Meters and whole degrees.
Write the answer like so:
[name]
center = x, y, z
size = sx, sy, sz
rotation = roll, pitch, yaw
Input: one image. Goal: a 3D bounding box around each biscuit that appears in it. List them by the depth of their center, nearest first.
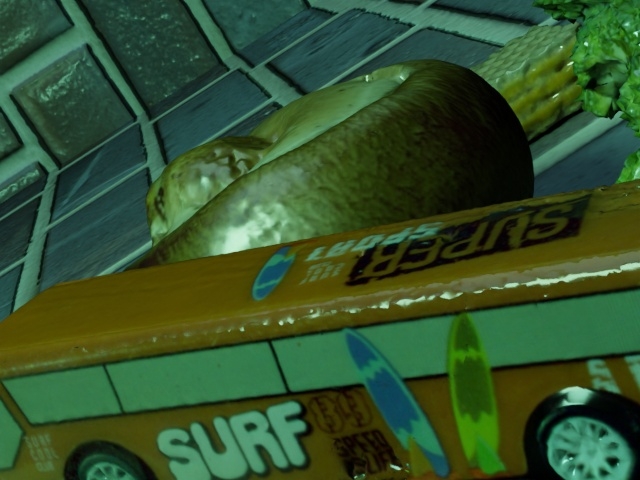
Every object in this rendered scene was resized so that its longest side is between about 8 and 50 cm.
[biscuit]
center = 0.042, -0.040, 1.022
size = 0.378, 0.054, 0.094
rotation = -33, 14, -4

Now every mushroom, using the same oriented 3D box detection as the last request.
[mushroom]
center = 0.000, 0.000, 0.774
size = 0.253, 0.153, 0.253
rotation = -33, 12, 8

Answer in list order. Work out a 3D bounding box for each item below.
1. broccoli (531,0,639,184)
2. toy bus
[broccoli]
center = 0.221, -0.140, 0.617
size = 0.321, 0.304, 0.283
rotation = -32, -17, -9
[toy bus]
center = 0.026, 0.047, 0.568
size = 0.408, 0.092, 0.093
rotation = -10, 20, 30
